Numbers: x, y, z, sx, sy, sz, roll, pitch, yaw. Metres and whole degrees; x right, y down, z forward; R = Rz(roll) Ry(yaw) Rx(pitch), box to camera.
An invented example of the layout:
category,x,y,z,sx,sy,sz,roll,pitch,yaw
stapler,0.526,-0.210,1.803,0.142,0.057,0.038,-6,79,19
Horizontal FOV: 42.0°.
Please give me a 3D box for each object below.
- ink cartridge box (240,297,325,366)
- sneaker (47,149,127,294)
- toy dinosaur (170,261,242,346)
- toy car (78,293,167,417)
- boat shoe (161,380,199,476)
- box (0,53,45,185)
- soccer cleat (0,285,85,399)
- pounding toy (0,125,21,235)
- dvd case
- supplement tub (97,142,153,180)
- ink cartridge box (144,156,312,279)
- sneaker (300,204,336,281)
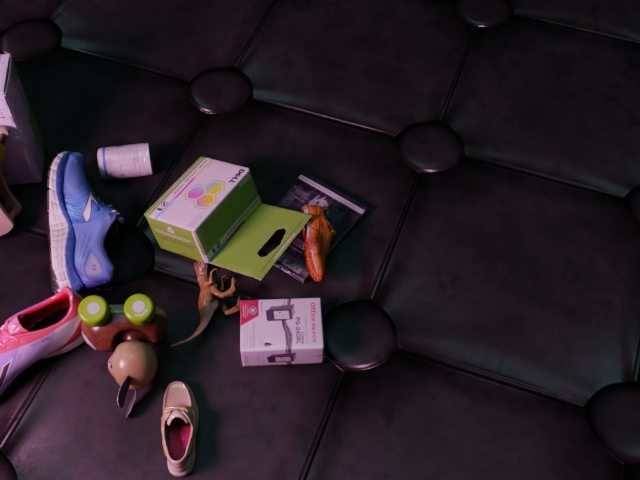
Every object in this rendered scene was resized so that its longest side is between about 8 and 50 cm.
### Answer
category,x,y,z,sx,sy,sz,roll,pitch,yaw
ink cartridge box,-0.069,0.165,1.514,0.150,0.063,0.109,-3,54,-2
sneaker,-0.460,-0.037,1.638,0.147,0.130,0.330,-2,56,-20
toy dinosaur,-0.206,0.121,1.557,0.112,0.064,0.211,-12,44,10
toy car,-0.341,0.206,1.440,0.149,0.155,0.188,-2,67,-2
boat shoe,-0.238,0.309,1.411,0.063,0.059,0.170,-8,55,-6
box,-0.702,-0.229,1.670,0.231,0.262,0.127,-6,54,-4
soccer cleat,-0.550,0.191,1.456,0.318,0.116,0.108,-33,59,-22
pounding toy,-0.658,-0.075,1.592,0.154,0.269,0.155,17,29,-15
dvd case,-0.034,-0.031,1.683,0.164,0.018,0.221,31,60,20
supplement tub,-0.407,-0.165,1.744,0.107,0.071,0.071,-8,55,-7
ink cartridge box,-0.175,-0.048,1.603,0.255,0.097,0.189,16,52,32
sneaker,0.000,0.000,1.613,0.067,0.064,0.175,2,57,-10
